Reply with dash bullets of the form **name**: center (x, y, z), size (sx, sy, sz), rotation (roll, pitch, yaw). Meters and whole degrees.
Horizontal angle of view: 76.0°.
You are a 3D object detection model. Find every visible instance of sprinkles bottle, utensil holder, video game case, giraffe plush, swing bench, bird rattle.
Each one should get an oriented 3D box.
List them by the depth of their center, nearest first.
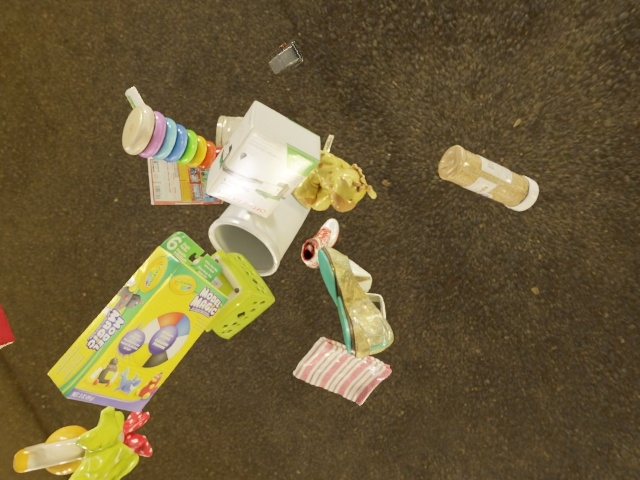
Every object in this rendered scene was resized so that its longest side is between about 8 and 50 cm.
- **bird rattle**: center (-0.431, 0.371, 0.762), size (0.207, 0.253, 0.143), rotation (-2, 80, -18)
- **giraffe plush**: center (0.054, -0.147, 1.083), size (0.170, 0.181, 0.210), rotation (42, 138, 38)
- **sprinkles bottle**: center (0.581, -0.211, 1.413), size (0.355, 0.121, 0.121), rotation (18, 109, -21)
- **swing bench**: center (-0.251, -0.390, 1.579), size (0.253, 0.255, 0.165), rotation (2, 90, -3)
- **video game case**: center (-0.563, -0.248, 1.718), size (0.025, 0.285, 0.204), rotation (-38, 59, 59)
- **utensil holder**: center (-0.252, -0.090, 1.833), size (0.328, 0.385, 0.327), rotation (18, 141, 15)

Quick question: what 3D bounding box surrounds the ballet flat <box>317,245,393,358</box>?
- **ballet flat**: center (0.079, 0.126, 0.958), size (0.123, 0.348, 0.123), rotation (-6, 123, -10)

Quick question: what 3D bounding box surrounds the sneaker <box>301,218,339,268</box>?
- **sneaker**: center (0.001, 0.001, 1.958), size (0.090, 0.145, 0.270), rotation (24, 83, 24)

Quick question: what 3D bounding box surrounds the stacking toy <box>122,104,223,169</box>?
- **stacking toy**: center (-0.399, -0.271, 1.222), size (0.141, 0.330, 0.141), rotation (-14, 68, 40)

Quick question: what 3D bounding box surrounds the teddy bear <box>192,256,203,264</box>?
- **teddy bear**: center (-0.536, 0.232, 1.882), size (0.113, 0.245, 0.338), rotation (-5, 114, -16)

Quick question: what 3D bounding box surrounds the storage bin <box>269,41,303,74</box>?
- **storage bin**: center (-0.151, -0.744, 1.680), size (0.098, 0.091, 0.135), rotation (59, 159, -20)

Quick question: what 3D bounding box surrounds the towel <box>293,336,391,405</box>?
- **towel**: center (0.051, 0.314, 0.979), size (0.197, 0.029, 0.144), rotation (26, 119, -12)

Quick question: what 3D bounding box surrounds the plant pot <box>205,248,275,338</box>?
- **plant pot**: center (-0.326, 0.174, 1.379), size (0.228, 0.207, 0.227), rotation (-40, 71, 0)

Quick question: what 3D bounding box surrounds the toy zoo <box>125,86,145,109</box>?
- **toy zoo**: center (-0.629, -0.443, 1.463), size (0.030, 0.293, 0.192), rotation (-30, 117, -16)

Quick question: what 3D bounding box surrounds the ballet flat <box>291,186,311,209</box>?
- **ballet flat**: center (-0.105, -0.219, 1.570), size (0.232, 0.080, 0.073), rotation (45, 108, 3)

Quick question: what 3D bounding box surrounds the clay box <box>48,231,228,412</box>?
- **clay box**: center (-0.214, 0.107, 0.537), size (0.053, 0.127, 0.222), rotation (29, 74, 30)

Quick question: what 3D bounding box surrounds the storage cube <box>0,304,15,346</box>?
- **storage cube**: center (-0.712, 0.148, 0.716), size (0.184, 0.215, 0.193), rotation (-27, 86, 14)

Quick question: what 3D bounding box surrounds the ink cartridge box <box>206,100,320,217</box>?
- **ink cartridge box**: center (-0.127, -0.163, 0.885), size (0.160, 0.092, 0.219), rotation (22, 137, -28)
